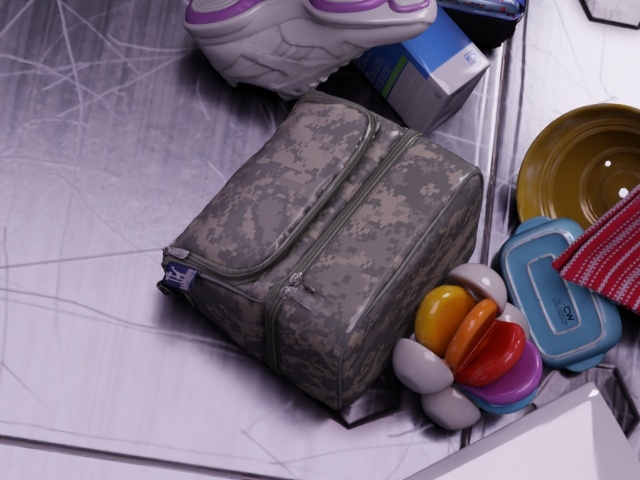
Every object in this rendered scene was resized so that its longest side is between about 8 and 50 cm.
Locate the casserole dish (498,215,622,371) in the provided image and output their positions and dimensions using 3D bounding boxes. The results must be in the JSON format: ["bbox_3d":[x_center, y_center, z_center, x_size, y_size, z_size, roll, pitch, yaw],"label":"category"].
[{"bbox_3d":[0.273,0.062,1.745,0.114,0.037,0.188,-23,83,20],"label":"casserole dish"}]

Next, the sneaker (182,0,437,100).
[{"bbox_3d":[-0.001,-0.239,1.725,0.305,0.152,0.114,0,47,28],"label":"sneaker"}]

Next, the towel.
[{"bbox_3d":[0.419,0.024,1.687,0.275,0.199,0.031,26,33,-31],"label":"towel"}]

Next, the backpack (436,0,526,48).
[{"bbox_3d":[0.180,-0.343,1.849,0.158,0.117,0.173,13,69,-6],"label":"backpack"}]

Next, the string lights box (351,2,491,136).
[{"bbox_3d":[0.075,-0.259,1.793,0.077,0.133,0.259,-38,82,-21],"label":"string lights box"}]

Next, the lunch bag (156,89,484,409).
[{"bbox_3d":[0.000,0.000,1.673,0.256,0.212,0.305,31,69,20],"label":"lunch bag"}]

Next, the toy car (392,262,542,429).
[{"bbox_3d":[0.181,0.127,1.666,0.136,0.182,0.159,21,67,42],"label":"toy car"}]

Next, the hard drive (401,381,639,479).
[{"bbox_3d":[0.210,0.337,1.677,0.353,0.047,0.233,-25,78,-15],"label":"hard drive"}]

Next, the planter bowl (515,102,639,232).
[{"bbox_3d":[0.348,-0.054,1.776,0.217,0.090,0.217,2,95,27],"label":"planter bowl"}]
